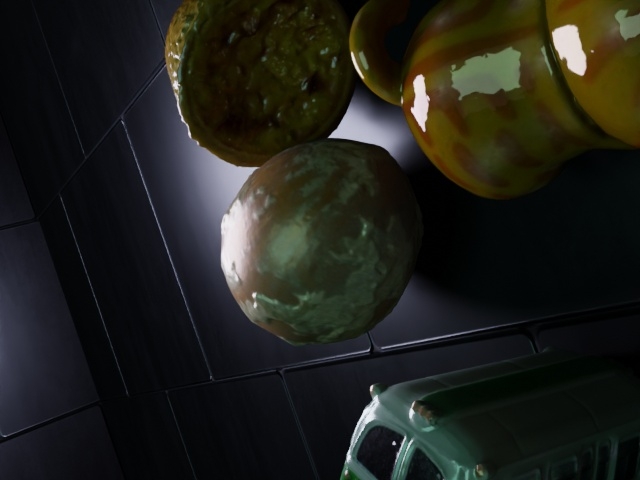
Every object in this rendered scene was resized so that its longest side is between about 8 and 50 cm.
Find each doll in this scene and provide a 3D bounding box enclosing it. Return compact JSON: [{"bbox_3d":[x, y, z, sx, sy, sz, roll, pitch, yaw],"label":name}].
[{"bbox_3d":[0.170,-0.127,0.507,0.269,0.162,0.167,-15,78,46],"label":"doll"}]

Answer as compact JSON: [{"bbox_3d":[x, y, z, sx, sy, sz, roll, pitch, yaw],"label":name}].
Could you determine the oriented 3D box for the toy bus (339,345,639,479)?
[{"bbox_3d":[0.149,0.174,0.572,0.133,0.276,0.165,30,117,47],"label":"toy bus"}]

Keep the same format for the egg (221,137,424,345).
[{"bbox_3d":[0.000,0.000,0.765,0.203,0.203,0.245,58,143,20],"label":"egg"}]

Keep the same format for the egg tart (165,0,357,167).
[{"bbox_3d":[-0.073,-0.191,0.814,0.147,0.202,0.203,-134,40,-56],"label":"egg tart"}]
